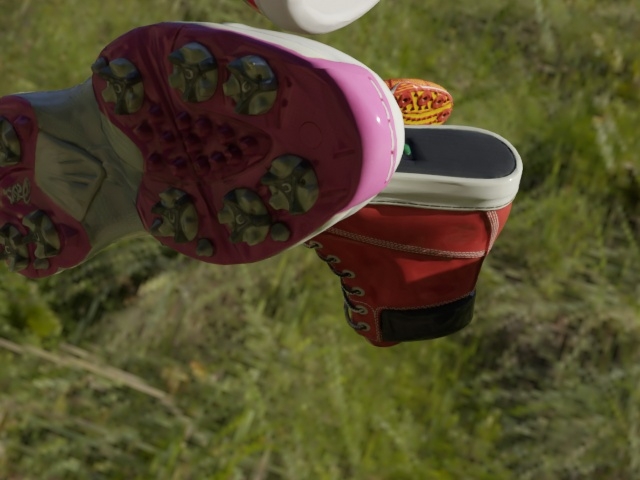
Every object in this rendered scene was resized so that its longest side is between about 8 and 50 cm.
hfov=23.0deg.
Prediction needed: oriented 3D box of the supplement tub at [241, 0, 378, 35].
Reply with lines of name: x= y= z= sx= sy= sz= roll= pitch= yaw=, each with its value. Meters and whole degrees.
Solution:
supplement tub: x=-0.061 y=-0.300 z=1.220 sx=0.272 sy=0.191 sz=0.191 roll=37 pitch=-11 yaw=25

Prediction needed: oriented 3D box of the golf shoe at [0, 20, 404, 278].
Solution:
golf shoe: x=-0.055 y=-0.053 z=0.773 sx=0.140 sy=0.115 sz=0.306 roll=-21 pitch=12 yaw=-40

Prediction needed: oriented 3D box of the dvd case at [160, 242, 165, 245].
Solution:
dvd case: x=-0.157 y=-0.066 z=1.524 sx=0.119 sy=0.087 sz=0.013 roll=51 pitch=-14 yaw=-22

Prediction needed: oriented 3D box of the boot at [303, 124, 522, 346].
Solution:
boot: x=0.000 y=0.000 z=1.080 sx=0.244 sy=0.088 sz=0.176 roll=8 pitch=-51 yaw=-8

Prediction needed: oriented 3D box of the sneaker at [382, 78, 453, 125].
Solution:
sneaker: x=0.031 y=-0.117 z=1.305 sx=0.175 sy=0.067 sz=0.064 roll=-2 pitch=-50 yaw=-27
